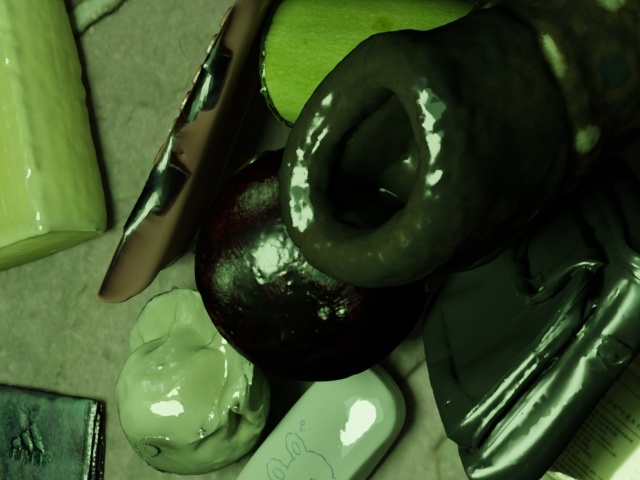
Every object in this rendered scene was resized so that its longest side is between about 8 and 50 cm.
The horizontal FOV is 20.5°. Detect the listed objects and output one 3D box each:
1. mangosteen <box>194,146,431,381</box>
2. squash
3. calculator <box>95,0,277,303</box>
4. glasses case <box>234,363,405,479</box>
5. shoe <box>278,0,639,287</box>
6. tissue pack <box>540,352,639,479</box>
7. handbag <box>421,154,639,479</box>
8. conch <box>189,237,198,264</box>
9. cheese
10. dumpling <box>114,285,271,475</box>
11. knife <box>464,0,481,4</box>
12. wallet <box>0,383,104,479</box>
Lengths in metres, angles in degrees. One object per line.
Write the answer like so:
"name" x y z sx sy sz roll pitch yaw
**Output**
"mangosteen" 0.000 0.000 1.536 0.211 0.250 0.211 5 125 7
"squash" 0.081 -0.149 1.518 0.247 0.132 0.132 8 95 32
"calculator" -0.104 -0.098 1.599 0.048 0.220 0.329 25 104 4
"glasses case" -0.009 0.206 1.619 0.092 0.059 0.233 50 114 25
"shoe" 0.135 -0.112 1.269 0.384 0.237 0.171 -43 73 30
"tissue pack" 0.280 0.206 1.389 0.234 0.125 0.159 40 110 28
"handbag" 0.175 0.052 1.392 0.088 0.275 0.244 33 109 -12
"conch" -0.086 0.041 1.659 0.089 0.074 0.121 -7 125 34
"cheese" -0.352 -0.105 1.808 0.242 0.124 0.265 -17 80 29
"dumpling" -0.131 0.132 1.651 0.247 0.142 0.172 -40 62 53
"knife" 0.219 -0.167 1.488 0.296 0.026 0.044 26 116 30
"wallet" -0.291 0.208 1.824 0.166 0.030 0.111 6 89 32
